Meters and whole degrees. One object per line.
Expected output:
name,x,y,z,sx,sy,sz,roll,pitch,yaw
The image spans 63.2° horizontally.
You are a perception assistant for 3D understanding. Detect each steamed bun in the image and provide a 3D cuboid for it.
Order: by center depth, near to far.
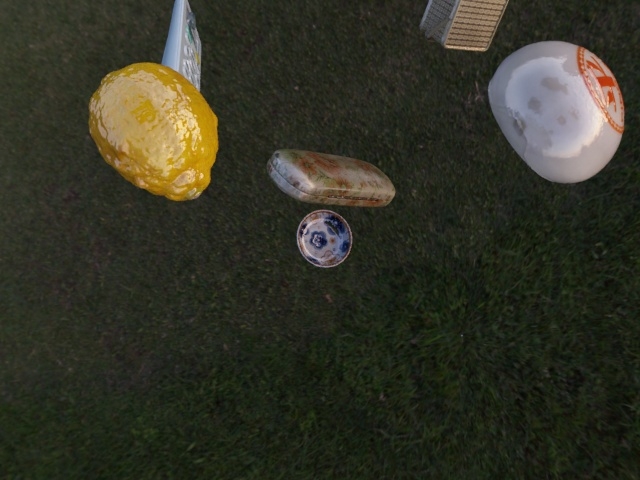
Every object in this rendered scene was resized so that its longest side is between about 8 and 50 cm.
steamed bun,0.380,-0.209,0.806,0.145,0.232,0.232,-36,70,41

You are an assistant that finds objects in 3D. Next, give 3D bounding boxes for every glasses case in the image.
glasses case,0.042,-0.156,1.343,0.156,0.425,0.098,51,121,27

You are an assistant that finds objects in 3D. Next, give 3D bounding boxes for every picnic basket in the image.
picnic basket,0.264,-0.426,0.926,0.115,0.164,0.079,-6,44,-27

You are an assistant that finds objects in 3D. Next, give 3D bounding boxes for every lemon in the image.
lemon,-0.198,-0.132,0.635,0.142,0.142,0.187,-35,87,7

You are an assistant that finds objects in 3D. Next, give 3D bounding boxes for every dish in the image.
dish,0.000,0.000,1.288,0.141,0.078,0.141,3,81,-17

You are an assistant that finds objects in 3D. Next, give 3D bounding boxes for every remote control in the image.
remote control,-0.230,-0.291,0.857,0.051,0.103,0.293,-7,50,2
